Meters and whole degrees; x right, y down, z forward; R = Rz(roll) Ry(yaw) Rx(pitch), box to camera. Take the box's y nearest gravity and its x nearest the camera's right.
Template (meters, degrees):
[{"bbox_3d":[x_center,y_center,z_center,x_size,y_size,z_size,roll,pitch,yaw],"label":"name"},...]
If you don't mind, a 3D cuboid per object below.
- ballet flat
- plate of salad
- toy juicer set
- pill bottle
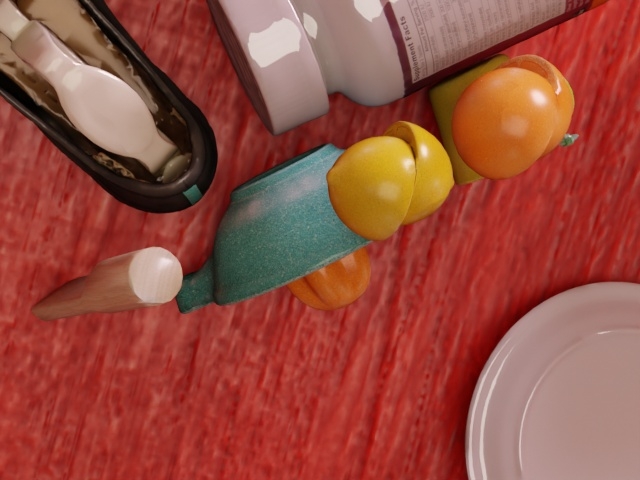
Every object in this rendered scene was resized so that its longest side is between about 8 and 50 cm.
[{"bbox_3d":[-0.161,-0.123,0.827,0.280,0.096,0.095,41,90,-12],"label":"ballet flat"},{"bbox_3d":[0.182,0.126,0.943,0.200,0.048,0.199,0,89,-16],"label":"plate of salad"},{"bbox_3d":[0.000,0.000,0.813,0.329,0.209,0.089,-26,97,-6],"label":"toy juicer set"},{"bbox_3d":[0.052,-0.150,0.847,0.221,0.121,0.121,-25,101,-5],"label":"pill bottle"}]
